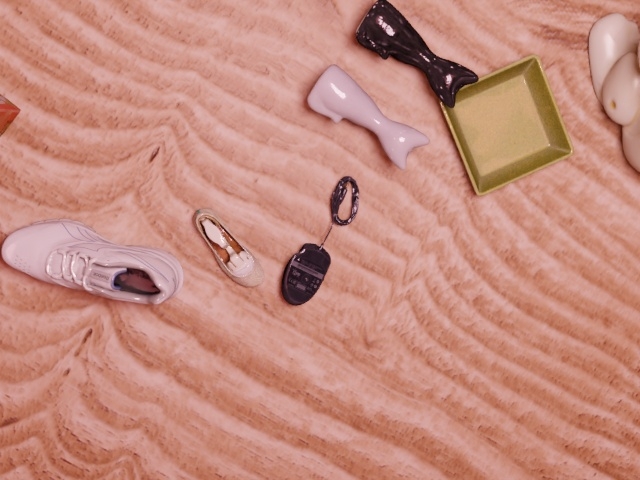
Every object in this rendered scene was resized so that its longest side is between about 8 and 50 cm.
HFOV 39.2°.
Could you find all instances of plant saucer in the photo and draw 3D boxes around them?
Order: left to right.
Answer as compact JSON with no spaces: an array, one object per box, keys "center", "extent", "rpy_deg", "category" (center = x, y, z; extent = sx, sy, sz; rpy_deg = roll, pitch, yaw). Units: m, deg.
[{"center":[0.316,-0.198,1.550],"extent":[0.188,0.045,0.188],"rpy_deg":[-24,100,-3],"category":"plant saucer"}]

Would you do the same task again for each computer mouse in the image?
[{"center":[0.000,0.000,1.549],"extent":[0.071,0.041,0.242],"rpy_deg":[29,86,-18],"category":"computer mouse"}]

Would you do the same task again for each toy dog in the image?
[{"center":[0.610,-0.216,1.398],"extent":[0.284,0.408,0.395],"rpy_deg":[9,96,-7],"category":"toy dog"}]

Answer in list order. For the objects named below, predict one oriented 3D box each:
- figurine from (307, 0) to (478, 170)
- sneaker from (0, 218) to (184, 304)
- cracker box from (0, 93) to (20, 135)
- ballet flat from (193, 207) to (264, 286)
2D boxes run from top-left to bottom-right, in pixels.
[{"center":[0.119,-0.249,1.480],"extent":[0.209,0.092,0.215],"rpy_deg":[37,93,1],"category":"figurine"},{"center":[-0.371,0.037,1.461],"extent":[0.297,0.129,0.111],"rpy_deg":[11,98,-6],"category":"sneaker"},{"center":[-0.590,-0.251,1.385],"extent":[0.232,0.156,0.067],"rpy_deg":[39,92,-9],"category":"cracker box"},{"center":[-0.158,0.018,1.520],"extent":[0.057,0.052,0.168],"rpy_deg":[-41,100,0],"category":"ballet flat"}]
